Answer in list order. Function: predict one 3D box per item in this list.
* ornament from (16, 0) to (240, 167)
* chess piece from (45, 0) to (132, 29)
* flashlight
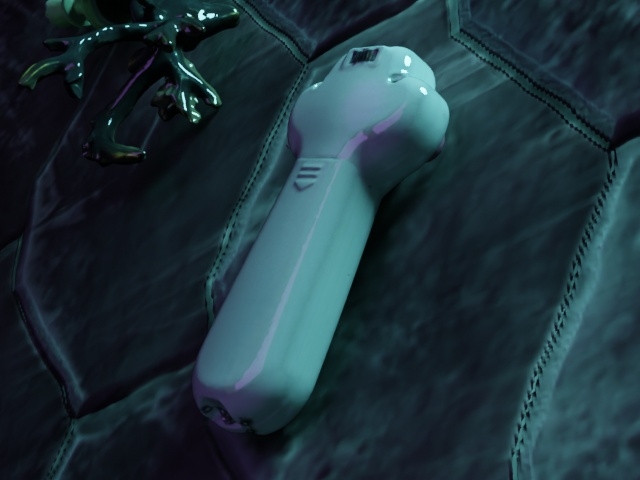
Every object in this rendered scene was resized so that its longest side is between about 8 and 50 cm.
[{"bbox_3d":[-0.143,-0.140,0.900,0.202,0.080,0.236,-2,49,7],"label":"ornament"},{"bbox_3d":[-0.160,-0.161,1.029,0.093,0.042,0.042,5,62,54],"label":"chess piece"},{"bbox_3d":[0.000,0.000,0.710,0.093,0.047,0.200,2,63,48],"label":"flashlight"}]
